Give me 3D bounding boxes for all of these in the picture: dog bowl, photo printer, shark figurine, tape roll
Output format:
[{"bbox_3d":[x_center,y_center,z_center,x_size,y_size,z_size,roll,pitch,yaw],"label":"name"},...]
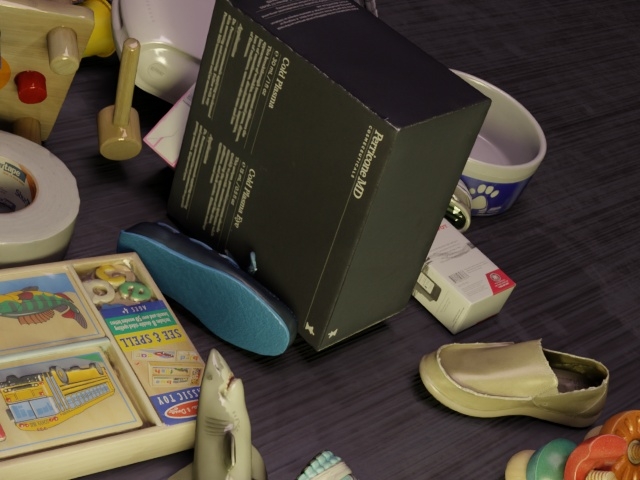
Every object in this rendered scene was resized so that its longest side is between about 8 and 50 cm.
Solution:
[{"bbox_3d":[0.222,-0.162,1.941,0.264,0.104,0.265,16,37,-12],"label":"dog bowl"},{"bbox_3d":[-0.171,-0.289,1.811,0.307,0.107,0.256,25,35,-27],"label":"photo printer"},{"bbox_3d":[-0.124,0.265,1.229,0.116,0.166,0.278,-10,36,10],"label":"shark figurine"},{"bbox_3d":[-0.407,-0.044,1.467,0.219,0.072,0.219,15,38,-12],"label":"tape roll"}]

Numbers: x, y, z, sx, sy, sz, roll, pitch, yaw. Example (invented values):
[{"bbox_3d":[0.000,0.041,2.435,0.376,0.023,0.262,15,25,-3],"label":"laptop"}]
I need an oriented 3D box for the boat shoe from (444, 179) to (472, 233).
[{"bbox_3d":[0.095,-0.100,1.770,0.302,0.109,0.094,22,18,-12],"label":"boat shoe"}]

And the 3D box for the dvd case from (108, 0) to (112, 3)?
[{"bbox_3d":[-0.241,-0.394,2.037,0.221,0.018,0.164,31,38,7],"label":"dvd case"}]

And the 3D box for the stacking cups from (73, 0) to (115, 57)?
[{"bbox_3d":[-0.438,-0.286,1.726,0.096,0.096,0.316,43,40,23],"label":"stacking cups"}]

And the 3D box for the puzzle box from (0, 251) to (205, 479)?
[{"bbox_3d":[-0.327,0.142,1.299,0.408,0.052,0.272,-8,48,-37],"label":"puzzle box"}]

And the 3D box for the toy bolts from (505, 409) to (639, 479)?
[{"bbox_3d":[0.335,0.309,1.445,0.228,0.158,0.218,10,78,-34],"label":"toy bolts"}]

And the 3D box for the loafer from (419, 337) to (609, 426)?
[{"bbox_3d":[0.256,0.171,1.559,0.268,0.092,0.102,9,39,-20],"label":"loafer"}]

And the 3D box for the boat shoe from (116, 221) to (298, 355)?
[{"bbox_3d":[-0.128,0.041,1.493,0.258,0.109,0.089,36,34,11],"label":"boat shoe"}]

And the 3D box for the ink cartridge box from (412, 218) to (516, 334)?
[{"bbox_3d":[0.179,0.047,1.693,0.109,0.063,0.150,-19,54,-43],"label":"ink cartridge box"}]

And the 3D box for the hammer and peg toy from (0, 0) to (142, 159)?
[{"bbox_3d":[-0.387,-0.221,1.533,0.361,0.266,0.127,5,56,-26],"label":"hammer and peg toy"}]

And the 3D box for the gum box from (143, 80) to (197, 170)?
[{"bbox_3d":[-0.144,-0.171,1.656,0.062,0.188,0.107,41,-4,19],"label":"gum box"}]

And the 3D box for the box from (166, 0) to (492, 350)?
[{"bbox_3d":[-0.004,-0.101,1.513,0.179,0.343,0.312,-21,52,-41],"label":"box"}]

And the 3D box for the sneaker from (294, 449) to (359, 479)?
[{"bbox_3d":[-0.014,0.323,1.208,0.122,0.110,0.283,35,38,9],"label":"sneaker"}]

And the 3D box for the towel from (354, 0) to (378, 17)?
[{"bbox_3d":[0.021,-0.329,1.880,0.121,0.284,0.235,-12,24,0],"label":"towel"}]
